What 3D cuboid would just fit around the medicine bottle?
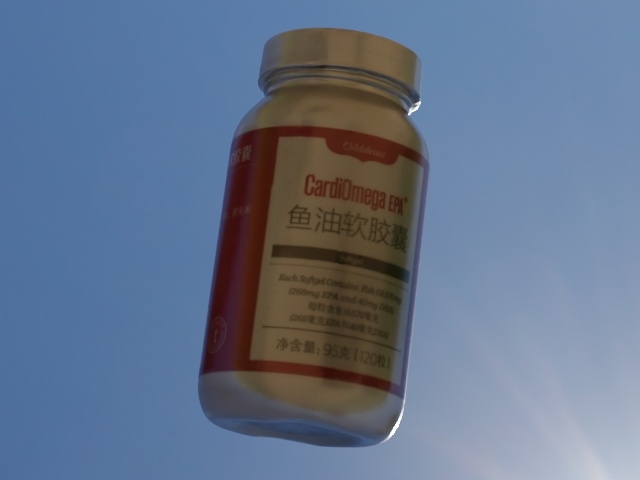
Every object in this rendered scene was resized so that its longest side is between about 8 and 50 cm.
[{"bbox_3d":[0.000,0.000,1.089,0.131,0.131,0.250,11,-104,-15],"label":"medicine bottle"}]
